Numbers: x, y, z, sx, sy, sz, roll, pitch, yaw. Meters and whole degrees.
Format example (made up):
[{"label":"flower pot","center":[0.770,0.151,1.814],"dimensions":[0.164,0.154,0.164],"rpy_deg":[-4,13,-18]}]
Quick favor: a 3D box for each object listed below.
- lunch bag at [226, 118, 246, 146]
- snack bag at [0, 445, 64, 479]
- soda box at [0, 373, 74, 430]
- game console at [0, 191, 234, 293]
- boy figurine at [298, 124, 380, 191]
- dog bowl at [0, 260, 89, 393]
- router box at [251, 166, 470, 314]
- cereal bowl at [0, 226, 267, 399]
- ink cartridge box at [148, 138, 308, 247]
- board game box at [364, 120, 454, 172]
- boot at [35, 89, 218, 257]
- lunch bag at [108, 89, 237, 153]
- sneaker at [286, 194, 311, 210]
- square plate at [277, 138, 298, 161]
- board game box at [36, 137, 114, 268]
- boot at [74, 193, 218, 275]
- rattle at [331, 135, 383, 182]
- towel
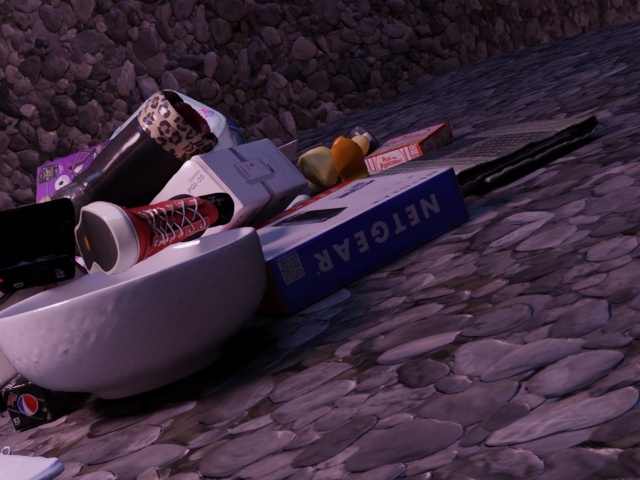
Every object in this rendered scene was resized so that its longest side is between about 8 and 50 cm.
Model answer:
[{"label":"lunch bag","center":[-0.294,-0.123,2.434],"dimensions":[0.303,0.243,0.115],"rpy_deg":[-17,24,-10]},{"label":"snack bag","center":[-0.447,0.303,1.107],"dimensions":[0.342,0.037,0.323],"rpy_deg":[-11,15,46]},{"label":"soda box","center":[-0.359,0.187,1.457],"dimensions":[0.053,0.060,0.169],"rpy_deg":[-16,11,8]},{"label":"game console","center":[-0.301,-0.020,1.553],"dimensions":[0.361,0.044,0.213],"rpy_deg":[-13,26,-8]},{"label":"boy figurine","center":[0.029,-0.166,2.371],"dimensions":[0.177,0.092,0.285],"rpy_deg":[-39,-3,28]},{"label":"dog bowl","center":[-0.545,0.122,1.687],"dimensions":[0.408,0.150,0.408],"rpy_deg":[-28,18,10]},{"label":"router box","center":[0.000,0.000,1.631],"dimensions":[0.335,0.082,0.301],"rpy_deg":[-27,12,-29]},{"label":"cereal bowl","center":[-0.219,0.100,1.361],"dimensions":[0.339,0.141,0.339],"rpy_deg":[-17,7,2]},{"label":"ink cartridge box","center":[-0.169,-0.048,1.833],"dimensions":[0.207,0.117,0.283],"rpy_deg":[-46,-7,22]},{"label":"board game box","center":[0.184,-0.191,2.345],"dimensions":[0.147,0.045,0.193],"rpy_deg":[-16,12,29]},{"label":"boot","center":[-0.296,-0.104,1.834],"dimensions":[0.284,0.138,0.377],"rpy_deg":[-43,-8,6]},{"label":"lunch bag","center":[-0.316,-0.159,2.235],"dimensions":[0.224,0.108,0.279],"rpy_deg":[27,67,28]},{"label":"sneaker","center":[-0.036,-0.042,2.038],"dimensions":[0.075,0.057,0.161],"rpy_deg":[2,19,25]},{"label":"square plate","center":[-0.227,-0.048,2.189],"dimensions":[0.344,0.049,0.347],"rpy_deg":[-31,-6,-46]},{"label":"board game box","center":[-0.443,-0.023,2.101],"dimensions":[0.208,0.347,0.056],"rpy_deg":[-21,-34,19]},{"label":"boot","center":[-0.200,-0.022,1.357],"dimensions":[0.176,0.088,0.244],"rpy_deg":[-18,2,-18]},{"label":"rattle","center":[0.065,-0.139,2.079],"dimensions":[0.130,0.143,0.200],"rpy_deg":[-34,9,27]},{"label":"towel","center":[0.268,-0.134,1.886],"dimensions":[0.312,0.056,0.324],"rpy_deg":[-23,10,-22]}]
